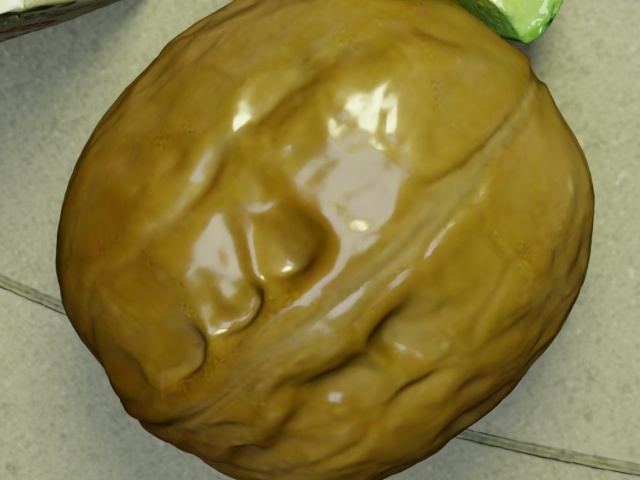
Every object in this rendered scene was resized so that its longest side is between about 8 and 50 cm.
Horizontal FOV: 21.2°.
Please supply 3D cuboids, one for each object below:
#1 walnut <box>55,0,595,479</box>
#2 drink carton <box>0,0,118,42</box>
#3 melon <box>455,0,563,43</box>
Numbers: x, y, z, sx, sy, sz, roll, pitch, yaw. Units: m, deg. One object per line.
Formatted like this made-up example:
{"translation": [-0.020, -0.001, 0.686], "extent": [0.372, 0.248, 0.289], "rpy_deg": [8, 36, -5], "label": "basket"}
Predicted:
{"translation": [0.000, 0.000, 1.235], "extent": [0.354, 0.308, 0.398], "rpy_deg": [45, 107, -3], "label": "walnut"}
{"translation": [-0.261, -0.202, 1.218], "extent": [0.194, 0.324, 0.132], "rpy_deg": [-19, 98, 13], "label": "drink carton"}
{"translation": [0.066, -0.288, 1.237], "extent": [0.196, 0.124, 0.323], "rpy_deg": [-31, 103, 20], "label": "melon"}
